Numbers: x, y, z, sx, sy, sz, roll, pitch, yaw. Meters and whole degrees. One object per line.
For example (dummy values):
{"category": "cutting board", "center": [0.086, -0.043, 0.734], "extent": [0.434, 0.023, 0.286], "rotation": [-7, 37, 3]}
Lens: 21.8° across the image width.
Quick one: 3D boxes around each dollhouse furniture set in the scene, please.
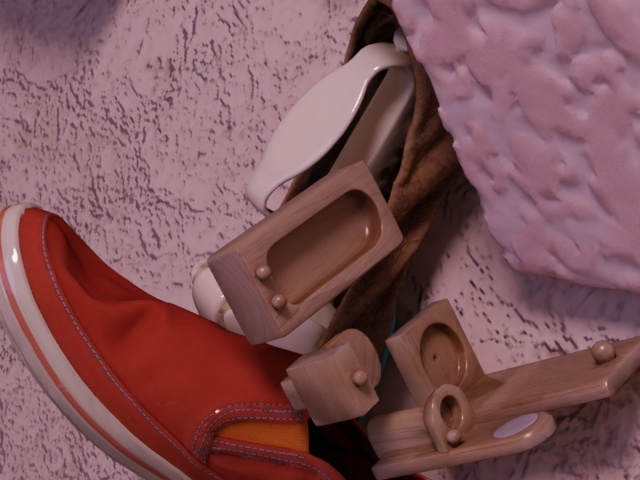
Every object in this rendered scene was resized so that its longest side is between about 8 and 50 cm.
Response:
{"category": "dollhouse furniture set", "center": [0.059, 0.032, 0.836], "extent": [0.123, 0.144, 0.151], "rotation": [-18, 102, 43]}

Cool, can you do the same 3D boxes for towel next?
{"category": "towel", "center": [0.158, -0.112, 0.732], "extent": [0.317, 0.053, 0.332], "rotation": [5, 130, 47]}

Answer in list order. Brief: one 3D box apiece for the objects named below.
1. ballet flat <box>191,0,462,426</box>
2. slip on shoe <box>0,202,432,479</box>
{"category": "ballet flat", "center": [0.000, 0.000, 0.959], "extent": [0.116, 0.124, 0.342], "rotation": [46, 116, 41]}
{"category": "slip on shoe", "center": [-0.045, 0.089, 0.892], "extent": [0.101, 0.331, 0.123], "rotation": [-42, 18, 16]}
